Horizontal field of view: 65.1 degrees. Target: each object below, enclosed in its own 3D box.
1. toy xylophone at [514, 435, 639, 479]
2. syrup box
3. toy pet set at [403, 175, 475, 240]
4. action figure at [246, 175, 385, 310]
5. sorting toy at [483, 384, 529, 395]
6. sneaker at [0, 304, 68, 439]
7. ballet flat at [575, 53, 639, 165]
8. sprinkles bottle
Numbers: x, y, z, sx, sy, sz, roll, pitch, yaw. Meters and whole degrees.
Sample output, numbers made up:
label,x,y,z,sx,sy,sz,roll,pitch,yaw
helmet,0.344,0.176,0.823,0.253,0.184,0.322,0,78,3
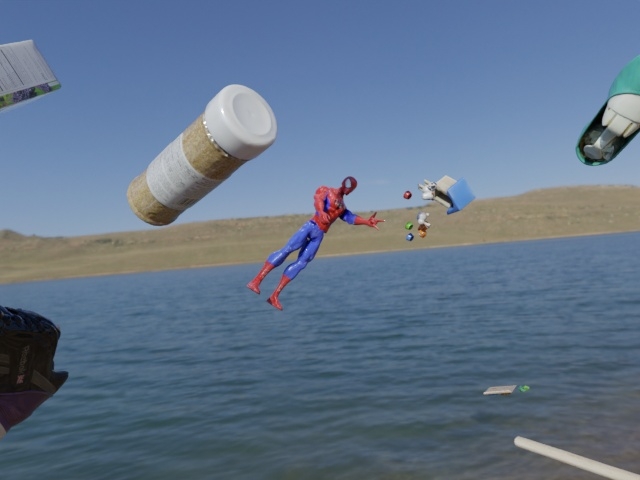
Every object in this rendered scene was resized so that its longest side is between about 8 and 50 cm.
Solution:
label,x,y,z,sx,sy,sz,roll,pitch,yaw
toy xylophone,0.287,0.316,0.476,0.081,0.236,0.322,-36,6,-29
syrup box,-0.560,-0.255,0.829,0.093,0.096,0.237,-17,24,21
toy pet set,0.212,-0.054,0.889,0.114,0.122,0.065,-36,51,-18
action figure,0.000,0.000,0.894,0.091,0.280,0.139,42,-13,-32
sorting toy,0.387,0.312,1.040,0.083,0.012,0.062,-15,-11,31
sneaker,-0.372,0.102,0.565,0.107,0.283,0.124,33,47,23
ballet flat,0.462,-0.182,0.770,0.083,0.087,0.247,30,-11,16
sprinkles bottle,-0.233,-0.145,0.941,0.355,0.121,0.121,-28,-17,40
